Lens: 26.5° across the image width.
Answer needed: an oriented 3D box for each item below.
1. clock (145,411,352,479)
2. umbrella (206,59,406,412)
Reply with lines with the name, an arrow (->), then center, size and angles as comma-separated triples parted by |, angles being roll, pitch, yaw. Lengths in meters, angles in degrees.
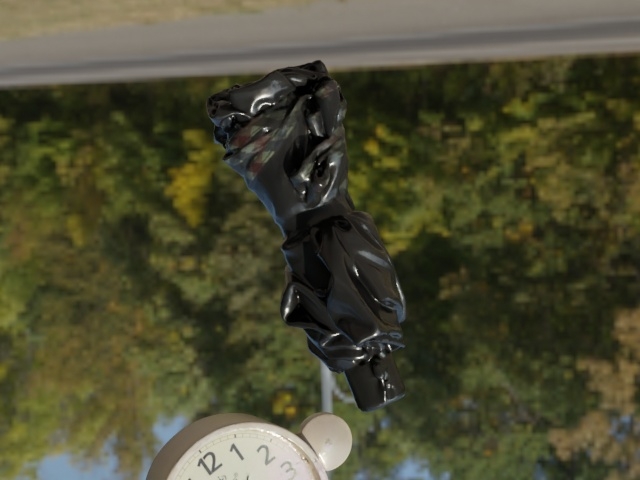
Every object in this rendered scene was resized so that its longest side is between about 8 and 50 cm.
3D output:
clock -> -0.069, 0.223, 1.130 | 0.229, 0.155, 0.063 | -38, -165, -16
umbrella -> 0.000, -0.001, 1.035 | 0.110, 0.272, 0.122 | -19, 179, -40
